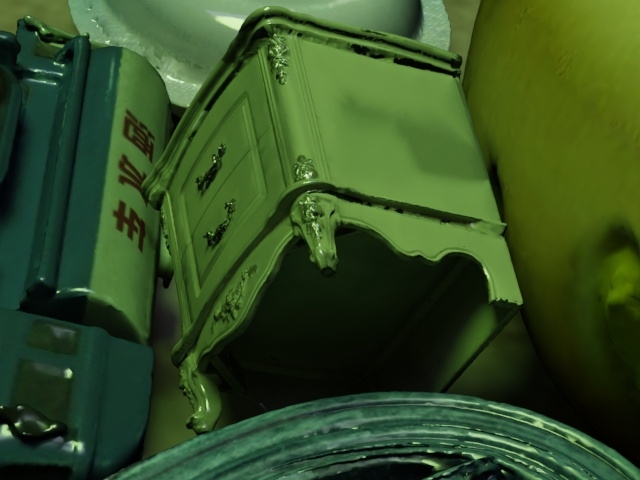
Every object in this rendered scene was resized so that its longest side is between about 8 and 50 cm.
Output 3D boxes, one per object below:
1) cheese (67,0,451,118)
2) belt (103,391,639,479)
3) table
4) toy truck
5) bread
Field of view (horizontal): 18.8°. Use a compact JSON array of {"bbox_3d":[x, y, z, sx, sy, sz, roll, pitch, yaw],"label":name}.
[{"bbox_3d":[-0.029,-0.104,0.708,0.135,0.052,0.244,-2,38,-15],"label":"cheese"},{"bbox_3d":[0.000,0.107,0.422,0.190,0.082,0.141,-21,41,-32],"label":"belt"},{"bbox_3d":[0.000,0.000,0.495,0.062,0.079,0.083,11,46,-27],"label":"table"},{"bbox_3d":[-0.085,0.012,0.545,0.088,0.074,0.201,11,37,-9],"label":"toy truck"},{"bbox_3d":[0.193,-0.004,0.528,0.333,0.160,0.333,3,37,-2],"label":"bread"}]
